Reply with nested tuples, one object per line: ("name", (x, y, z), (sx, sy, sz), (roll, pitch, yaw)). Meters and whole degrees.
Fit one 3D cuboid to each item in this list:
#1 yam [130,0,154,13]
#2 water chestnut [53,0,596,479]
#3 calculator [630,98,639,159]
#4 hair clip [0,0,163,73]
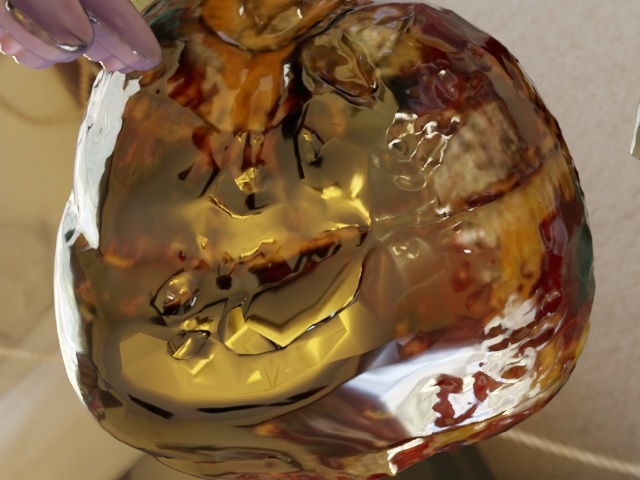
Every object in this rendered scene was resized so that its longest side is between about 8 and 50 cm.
("yam", (-0.074, -0.219, 0.980), (0.259, 0.106, 0.106), (-29, 104, 41))
("water chestnut", (0.000, 0.000, 0.778), (0.289, 0.289, 0.244), (31, -174, 19))
("calculator", (0.236, -0.178, 0.939), (0.028, 0.274, 0.166), (11, 174, 4))
("hair clip", (-0.093, -0.142, 0.659), (0.090, 0.278, 0.137), (-29, 95, 44))
